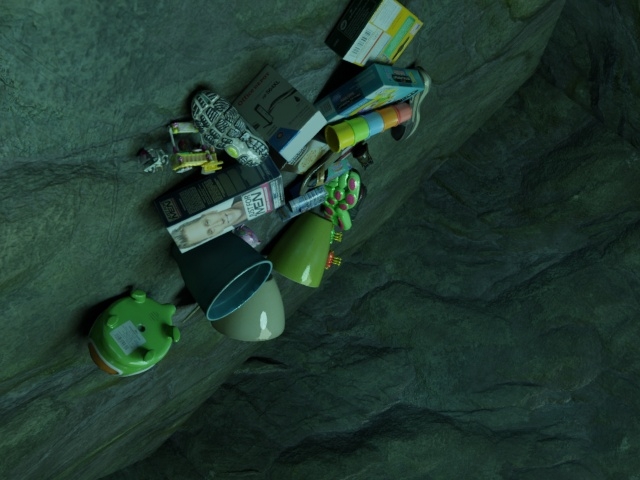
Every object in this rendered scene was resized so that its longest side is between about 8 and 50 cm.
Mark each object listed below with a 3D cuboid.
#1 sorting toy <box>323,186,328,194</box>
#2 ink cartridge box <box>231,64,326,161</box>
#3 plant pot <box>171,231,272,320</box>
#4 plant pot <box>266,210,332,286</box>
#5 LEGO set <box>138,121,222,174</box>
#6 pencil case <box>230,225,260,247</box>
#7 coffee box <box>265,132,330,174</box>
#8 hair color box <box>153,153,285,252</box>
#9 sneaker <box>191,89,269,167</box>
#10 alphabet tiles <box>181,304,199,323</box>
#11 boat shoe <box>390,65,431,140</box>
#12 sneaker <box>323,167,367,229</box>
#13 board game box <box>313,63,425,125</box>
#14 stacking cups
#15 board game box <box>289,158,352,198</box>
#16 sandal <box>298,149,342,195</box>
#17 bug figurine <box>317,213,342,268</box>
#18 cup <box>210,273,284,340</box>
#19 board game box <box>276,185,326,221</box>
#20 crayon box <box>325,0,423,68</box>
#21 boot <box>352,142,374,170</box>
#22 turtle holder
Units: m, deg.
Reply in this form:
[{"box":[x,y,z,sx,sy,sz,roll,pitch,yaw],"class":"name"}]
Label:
[{"box":[-0.007,-0.208,2.160,0.083,0.075,0.045,-41,165,-16],"class":"sorting toy"},{"box":[-0.109,-0.331,1.327,0.148,0.203,0.086,-47,163,5],"class":"ink cartridge box"},{"box":[-0.343,0.077,1.685,0.271,0.255,0.271,-40,164,-14],"class":"plant pot"},{"box":[-0.066,0.019,2.318,0.293,0.275,0.275,-64,162,7],"class":"plant pot"},{"box":[-0.324,-0.233,1.294,0.132,0.107,0.287,-13,-178,22],"class":"LEGO set"},{"box":[-0.354,0.058,1.878,0.284,0.124,0.124,-45,165,1],"class":"pencil case"},{"box":[-0.072,-0.303,1.694,0.141,0.098,0.246,-49,165,18],"class":"coffee box"},{"box":[-0.282,-0.109,1.480,0.347,0.105,0.174,-26,157,-11],"class":"hair color box"},{"box":[-0.241,-0.285,1.296,0.107,0.110,0.275,-39,146,3],"class":"sneaker"},{"box":[-0.417,0.192,2.044,0.342,0.011,0.285,-43,-175,16],"class":"alphabet tiles"},{"box":[0.337,-0.553,2.107,0.130,0.132,0.355,-26,150,-25],"class":"boat shoe"},{"box":[0.112,-0.221,2.335,0.202,0.185,0.483,-59,173,-18],"class":"sneaker"},{"box":[0.170,-0.483,1.712,0.254,0.079,0.336,-25,178,35],"class":"board game box"},{"box":[0.172,-0.391,1.715,0.316,0.096,0.096,-24,159,-19],"class":"stacking cups"},{"box":[-0.001,-0.242,2.002,0.210,0.047,0.160,-27,180,42],"class":"board game box"},{"box":[0.005,-0.234,1.779,0.219,0.060,0.090,-44,168,-1],"class":"sandal"},{"box":[0.000,0.000,2.461,0.072,0.279,0.216,-7,124,-35],"class":"bug figurine"},{"box":[-0.304,0.259,2.247,0.331,0.331,0.237,-19,124,-58],"class":"cup"},{"box":[-0.076,-0.143,2.035,0.194,0.060,0.194,-27,-179,-5],"class":"board game box"},{"box":[0.168,-0.621,1.520,0.203,0.083,0.323,-52,163,24],"class":"crayon box"},{"box":[0.189,-0.340,2.096,0.082,0.106,0.219,-41,-165,9],"class":"boot"},{"box":[-0.619,0.295,1.670,0.227,0.243,0.320,-37,-149,31],"class":"turtle holder"}]
